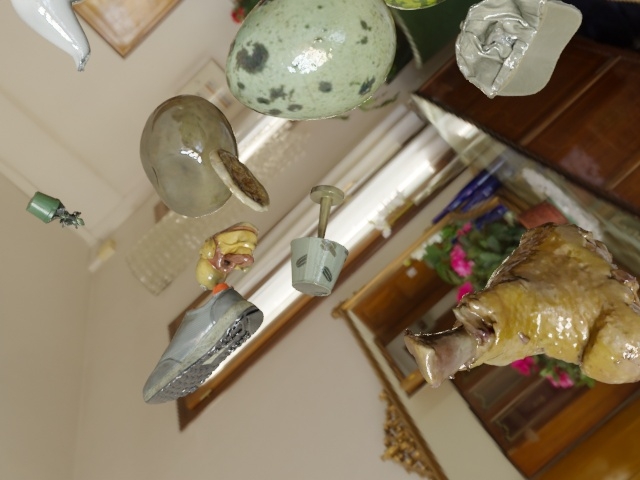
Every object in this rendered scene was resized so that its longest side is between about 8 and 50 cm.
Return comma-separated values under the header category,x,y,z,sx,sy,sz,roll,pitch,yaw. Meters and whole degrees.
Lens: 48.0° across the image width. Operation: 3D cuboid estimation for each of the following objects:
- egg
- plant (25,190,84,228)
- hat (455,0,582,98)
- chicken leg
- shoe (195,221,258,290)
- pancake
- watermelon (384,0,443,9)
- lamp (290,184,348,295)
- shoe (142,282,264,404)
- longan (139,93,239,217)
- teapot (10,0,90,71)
category,x,y,z,sx,sy,sz,roll,pitch,yaw
egg,-0.014,-0.237,0.897,0.177,0.228,0.177,55,162,28
plant,-0.469,-0.047,1.284,0.102,0.051,0.051,30,-167,-27
hat,0.392,-0.404,1.453,0.149,0.214,0.245,40,-148,24
chicken leg,0.297,0.106,0.936,0.409,0.182,0.295,-14,-148,-36
shoe,-0.132,0.021,0.983,0.072,0.109,0.069,53,-158,-44
pancake,-0.145,-0.109,1.312,0.151,0.025,0.151,47,-167,-14
watermelon,0.184,-0.616,1.462,0.285,0.285,0.285,46,-175,-5
lamp,0.000,0.000,1.455,0.121,0.121,0.214,40,-128,-52
shoe,-0.167,0.137,0.962,0.077,0.194,0.074,49,-178,25
longan,-0.368,-0.238,2.040,0.288,0.288,0.350,-122,19,-66
teapot,-0.335,-0.449,0.997,0.280,0.424,0.252,13,177,-16
